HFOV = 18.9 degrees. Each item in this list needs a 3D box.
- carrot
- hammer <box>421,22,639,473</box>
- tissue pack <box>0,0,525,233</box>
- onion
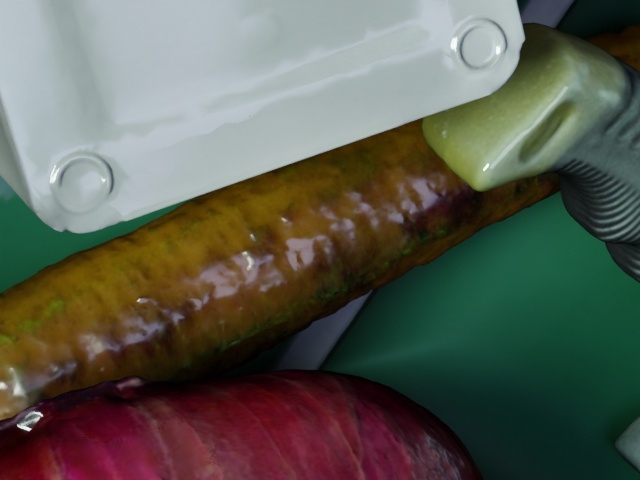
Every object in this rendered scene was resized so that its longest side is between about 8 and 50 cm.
[{"bbox_3d":[0.000,0.000,0.660,0.314,0.066,0.066,-26,111,-11],"label":"carrot"},{"bbox_3d":[0.125,-0.006,0.675,0.159,0.041,0.226,-51,134,3],"label":"hammer"},{"bbox_3d":[-0.056,-0.148,0.560,0.159,0.136,0.246,-19,110,-13],"label":"tissue pack"},{"bbox_3d":[-0.047,0.143,0.611,0.248,0.161,0.248,-15,122,-26],"label":"onion"}]
